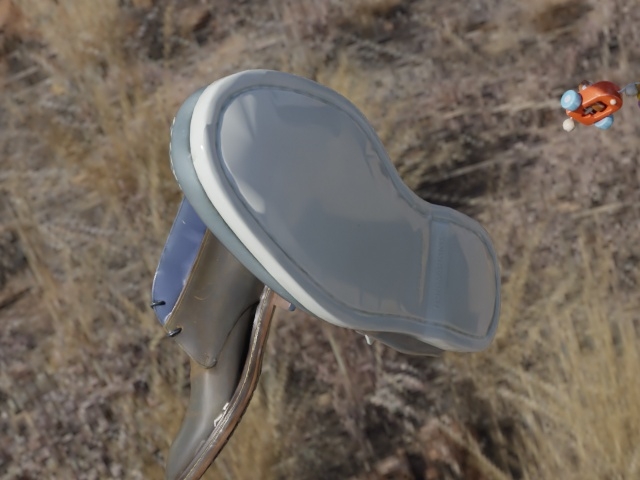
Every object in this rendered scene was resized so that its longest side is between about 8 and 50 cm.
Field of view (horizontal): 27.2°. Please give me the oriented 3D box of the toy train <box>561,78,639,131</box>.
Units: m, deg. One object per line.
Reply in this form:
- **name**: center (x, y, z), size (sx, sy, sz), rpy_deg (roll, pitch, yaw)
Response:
- **toy train**: center (0.320, -0.132, 1.284), size (0.125, 0.166, 0.046), rpy_deg (-35, 43, 46)

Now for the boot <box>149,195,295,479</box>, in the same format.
- **boot**: center (-0.086, 0.068, 0.941), size (0.082, 0.106, 0.219), rpy_deg (141, 154, -89)

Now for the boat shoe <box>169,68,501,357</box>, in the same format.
- **boat shoe**: center (0.000, 0.000, 0.746), size (0.099, 0.319, 0.116), rpy_deg (-3, 72, 31)
